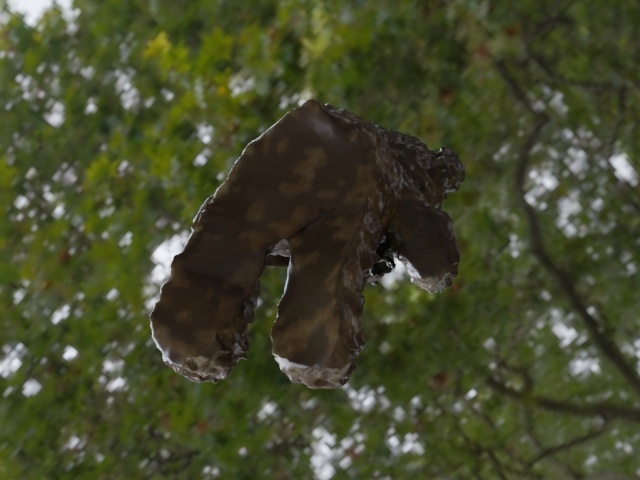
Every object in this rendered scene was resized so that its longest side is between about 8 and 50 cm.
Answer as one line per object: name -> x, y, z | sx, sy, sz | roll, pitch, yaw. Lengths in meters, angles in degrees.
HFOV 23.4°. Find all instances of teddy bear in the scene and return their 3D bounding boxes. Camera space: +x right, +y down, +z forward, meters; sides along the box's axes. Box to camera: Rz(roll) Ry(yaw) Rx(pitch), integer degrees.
teddy bear -> -0.002, 0.010, 1.299 | 0.222, 0.246, 0.296 | 53, -134, -56
